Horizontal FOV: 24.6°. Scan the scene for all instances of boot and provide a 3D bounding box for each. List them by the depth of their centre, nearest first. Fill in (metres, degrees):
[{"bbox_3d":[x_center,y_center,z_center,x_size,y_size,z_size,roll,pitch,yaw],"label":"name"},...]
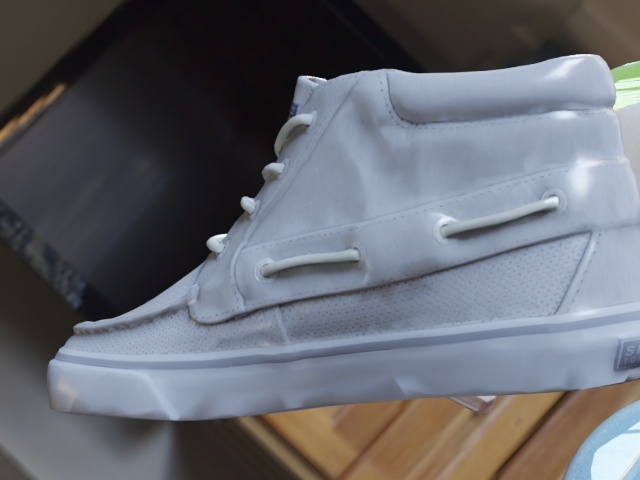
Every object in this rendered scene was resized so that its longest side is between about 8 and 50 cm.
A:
[{"bbox_3d":[0.000,0.000,0.562,0.258,0.123,0.095,-8,-2,27],"label":"boot"}]

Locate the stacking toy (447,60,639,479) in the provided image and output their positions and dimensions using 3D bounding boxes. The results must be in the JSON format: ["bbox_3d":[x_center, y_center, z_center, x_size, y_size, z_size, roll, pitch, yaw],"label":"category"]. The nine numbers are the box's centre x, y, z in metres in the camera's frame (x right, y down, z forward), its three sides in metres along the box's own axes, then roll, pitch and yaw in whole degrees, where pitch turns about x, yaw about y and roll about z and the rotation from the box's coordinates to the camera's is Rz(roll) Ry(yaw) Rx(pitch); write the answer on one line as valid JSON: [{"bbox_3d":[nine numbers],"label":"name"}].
[{"bbox_3d":[0.178,0.037,0.647,0.309,0.279,0.130,-38,-18,-16],"label":"stacking toy"}]
